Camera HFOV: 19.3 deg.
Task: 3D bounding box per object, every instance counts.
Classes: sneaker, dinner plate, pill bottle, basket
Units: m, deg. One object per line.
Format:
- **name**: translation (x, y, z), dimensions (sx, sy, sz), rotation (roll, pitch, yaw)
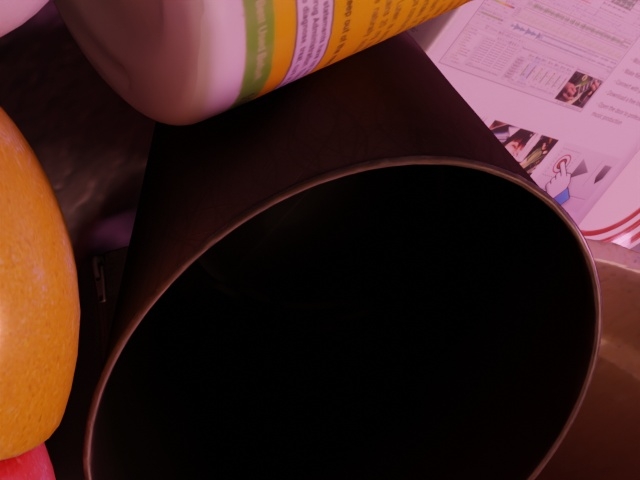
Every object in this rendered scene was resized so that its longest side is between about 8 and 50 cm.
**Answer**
- **sneaker**: translation (-0.111, 0.083, 0.903), dimensions (0.222, 0.118, 0.083), rotation (-27, 161, 38)
- **dinner plate**: translation (0.182, -0.047, 1.106), dimensions (0.141, 0.017, 0.141), rotation (-26, 139, -26)
- **pill bottle**: translation (0.023, -0.148, 0.695), dimensions (0.246, 0.136, 0.136), rotation (-26, 146, -24)
- **basket**: translation (0.000, 0.000, 0.740), dimensions (0.154, 0.227, 0.204), rotation (36, 111, -21)

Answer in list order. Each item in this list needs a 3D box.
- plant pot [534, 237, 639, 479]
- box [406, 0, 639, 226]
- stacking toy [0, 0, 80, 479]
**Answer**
- **plant pot**: translation (0.077, 0.207, 1.013), dimensions (0.334, 0.334, 0.305), rotation (-21, 169, -30)
- **box**: translation (0.103, -0.093, 0.936), dimensions (0.322, 0.058, 0.232), rotation (-52, 148, 18)
- **stacking toy**: translation (-0.198, 0.041, 0.609), dimensions (0.350, 0.350, 0.480), rotation (4, 108, -50)
